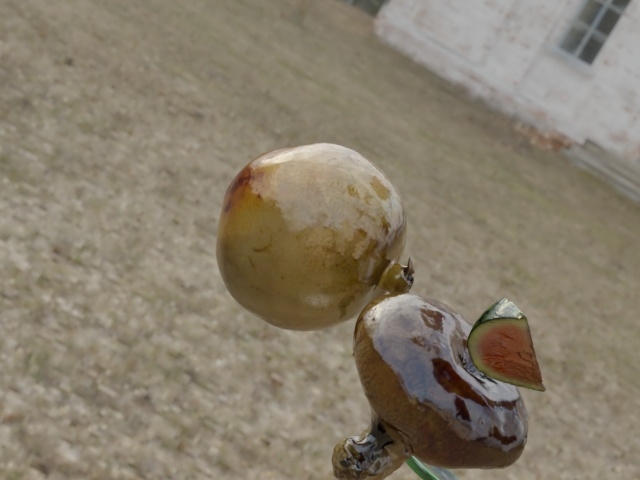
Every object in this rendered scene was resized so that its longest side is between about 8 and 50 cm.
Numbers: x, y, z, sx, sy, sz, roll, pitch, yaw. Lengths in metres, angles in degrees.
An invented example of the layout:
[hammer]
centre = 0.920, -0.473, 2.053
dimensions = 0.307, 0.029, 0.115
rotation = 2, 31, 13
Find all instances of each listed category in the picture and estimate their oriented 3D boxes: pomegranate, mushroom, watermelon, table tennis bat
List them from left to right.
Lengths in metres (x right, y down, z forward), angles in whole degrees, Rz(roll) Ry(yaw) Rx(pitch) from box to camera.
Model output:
[pomegranate]
centre = 0.000, 0.000, 2.003
dimensions = 0.319, 0.319, 0.319
rotation = 28, 13, -7
[mushroom]
centre = 0.135, 0.191, 1.752
dimensions = 0.254, 0.267, 0.267
rotation = -10, -9, 30
[table tennis bat]
centre = 0.166, 0.344, 2.035
dimensions = 0.160, 0.039, 0.257
rotation = 36, 2, -31
[watermelon]
centre = 0.232, 0.117, 1.630
dimensions = 0.087, 0.069, 0.163
rotation = 3, -37, 21
